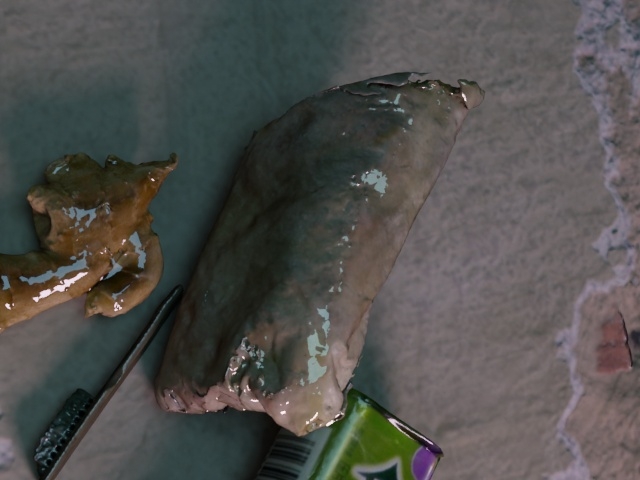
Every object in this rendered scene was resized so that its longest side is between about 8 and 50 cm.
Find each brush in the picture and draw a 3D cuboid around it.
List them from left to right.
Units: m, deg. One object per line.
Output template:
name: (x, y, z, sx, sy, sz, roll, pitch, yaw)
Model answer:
brush: (-0.170, 0.109, 0.946, 0.027, 0.034, 0.190, 34, 69, 1)

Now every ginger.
ginger: (-0.210, -0.001, 0.933, 0.214, 0.059, 0.133, -7, 92, -24)

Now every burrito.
burrito: (-0.011, -0.005, 0.977, 0.175, 0.107, 0.347, 20, 72, 17)

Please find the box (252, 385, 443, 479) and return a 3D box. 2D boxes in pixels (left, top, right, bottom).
box: (-0.029, 0.285, 0.938, 0.134, 0.097, 0.345, 40, 66, -25)
